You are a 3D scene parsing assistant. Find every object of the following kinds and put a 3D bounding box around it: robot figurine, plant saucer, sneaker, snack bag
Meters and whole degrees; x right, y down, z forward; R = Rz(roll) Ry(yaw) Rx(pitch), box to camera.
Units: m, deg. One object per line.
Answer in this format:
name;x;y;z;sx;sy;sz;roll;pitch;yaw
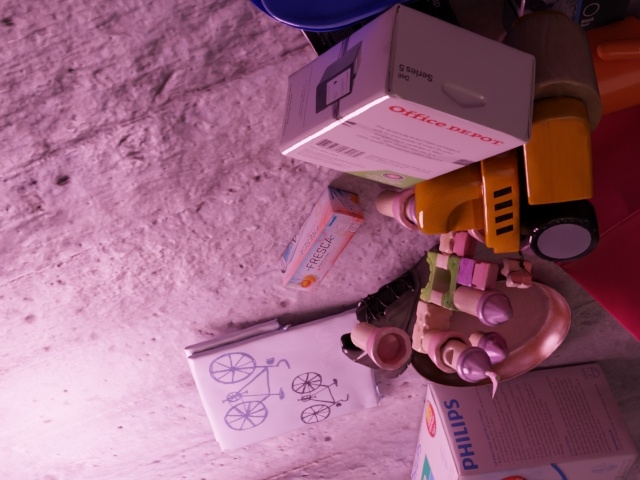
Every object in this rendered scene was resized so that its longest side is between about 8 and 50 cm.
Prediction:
robot figurine;0.423;-0.248;1.507;0.219;0.128;0.158;-17;137;4
plant saucer;0.308;0.162;1.967;0.310;0.050;0.311;-6;136;-6
sneaker;0.135;0.119;1.830;0.130;0.109;0.286;19;118;-21
snack bag;-0.058;0.254;1.981;0.342;0.037;0.323;-16;137;-4

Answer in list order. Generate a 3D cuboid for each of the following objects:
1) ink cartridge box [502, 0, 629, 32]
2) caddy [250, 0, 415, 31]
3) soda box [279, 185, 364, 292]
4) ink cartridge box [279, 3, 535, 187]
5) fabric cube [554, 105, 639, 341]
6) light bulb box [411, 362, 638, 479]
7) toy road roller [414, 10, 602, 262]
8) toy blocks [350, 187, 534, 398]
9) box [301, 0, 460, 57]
ink cartridge box;0.325;-0.382;1.328;0.165;0.065;0.333;-17;150;-4
caddy;0.046;-0.379;1.231;0.341;0.179;0.241;-19;105;7
soda box;0.000;0.000;1.713;0.058;0.063;0.183;14;130;-26
ink cartridge box;0.100;-0.163;1.292;0.198;0.115;0.273;14;164;-26
fabric cube;0.498;-0.048;1.629;0.254;0.259;0.258;-37;125;25
light bulb box;0.398;0.458;2.168;0.361;0.225;0.358;-6;137;-9
toy road roller;0.238;-0.121;1.406;0.240;0.203;0.330;-5;138;8
toy blocks;0.244;0.073;1.632;0.308;0.260;0.289;9;93;-21
box;0.101;-0.262;1.436;0.184;0.103;0.261;-22;136;13
